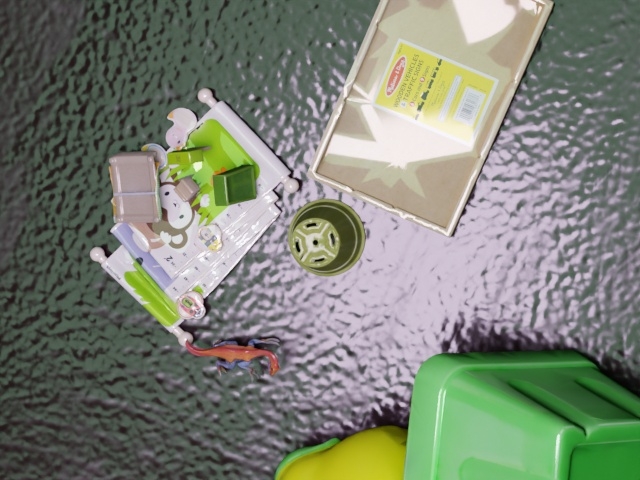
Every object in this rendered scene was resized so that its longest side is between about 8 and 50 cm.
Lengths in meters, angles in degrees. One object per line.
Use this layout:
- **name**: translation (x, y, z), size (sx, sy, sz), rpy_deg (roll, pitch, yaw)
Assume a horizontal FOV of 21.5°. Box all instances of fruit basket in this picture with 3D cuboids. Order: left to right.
- **fruit basket**: translation (0.142, 0.288, 1.699), size (0.392, 0.283, 0.392), rpy_deg (-3, 86, 52)

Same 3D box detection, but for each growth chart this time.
- **growth chart**: translation (-0.139, -0.029, 1.802), size (0.172, 0.021, 0.237), rpy_deg (38, 98, 6)

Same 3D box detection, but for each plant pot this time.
- **plant pot**: translation (0.000, 0.000, 1.751), size (0.083, 0.079, 0.083), rpy_deg (1, 95, 10)

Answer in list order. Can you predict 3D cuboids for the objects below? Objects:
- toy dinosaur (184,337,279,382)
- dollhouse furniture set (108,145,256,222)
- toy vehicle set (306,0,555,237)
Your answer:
- **toy dinosaur**: translation (-0.084, 0.126, 1.778), size (0.082, 0.090, 0.047), rpy_deg (-9, 80, 53)
- **dollhouse furniture set**: translation (-0.148, -0.061, 1.780), size (0.152, 0.058, 0.076), rpy_deg (-1, 100, 29)
- **toy vehicle set**: translation (0.113, -0.155, 1.744), size (0.166, 0.035, 0.267), rpy_deg (25, 97, 7)
